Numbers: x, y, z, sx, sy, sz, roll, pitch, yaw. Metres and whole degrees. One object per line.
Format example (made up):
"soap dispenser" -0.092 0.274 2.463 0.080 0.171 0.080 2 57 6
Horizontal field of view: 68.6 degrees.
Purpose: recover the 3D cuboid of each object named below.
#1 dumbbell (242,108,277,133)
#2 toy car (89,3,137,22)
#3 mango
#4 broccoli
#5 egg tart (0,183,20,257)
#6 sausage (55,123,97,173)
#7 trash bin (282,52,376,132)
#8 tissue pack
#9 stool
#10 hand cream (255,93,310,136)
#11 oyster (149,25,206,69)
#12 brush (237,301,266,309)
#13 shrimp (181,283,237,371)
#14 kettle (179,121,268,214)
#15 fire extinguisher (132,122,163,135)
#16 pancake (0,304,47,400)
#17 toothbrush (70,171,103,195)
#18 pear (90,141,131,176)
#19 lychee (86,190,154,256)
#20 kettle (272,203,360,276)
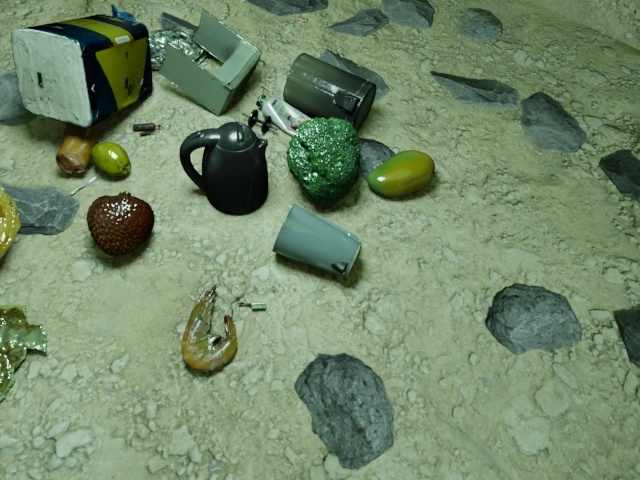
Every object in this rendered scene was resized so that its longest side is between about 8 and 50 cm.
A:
"dumbbell" -0.223 -0.436 1.716 0.147 0.069 0.069 26 58 7
"toy car" -0.833 -0.880 1.883 0.191 0.100 0.097 -23 61 -25
"mango" 0.285 -0.233 1.639 0.250 0.114 0.157 -23 72 -22
"broccoli" 0.008 -0.271 1.553 0.307 0.308 0.275 -32 30 -24
"egg tart" -1.016 -0.026 1.302 0.351 0.150 0.352 5 62 -10
"sausage" -0.796 -0.339 1.548 0.108 0.109 0.271 -3 56 -10
"trash bin" 0.030 -0.545 1.739 0.301 0.203 0.252 29 19 11
"tissue pack" -0.750 -0.570 1.535 0.253 0.264 0.417 13 32 2
"stool" -0.398 -0.649 1.716 0.269 0.170 0.244 34 57 -13
"hand cream" -0.090 -0.437 1.748 0.335 0.076 0.121 34 61 5
"oyster" -0.598 -0.747 1.817 0.350 0.158 0.162 -16 36 -36
"brush" -0.200 0.190 1.362 0.083 0.019 0.021 5 67 -7
"shrimp" -0.304 0.238 1.296 0.150 0.068 0.249 7 62 -19
"kettle" -0.295 -0.239 1.456 0.268 0.290 0.208 -4 60 -9
"fire extinguisher" -0.610 -0.393 1.655 0.100 0.032 0.046 -5 48 -4
"pancake" -0.897 0.334 1.159 0.304 0.067 0.427 25 57 -1
"toothbrush" -0.754 -0.187 1.518 0.011 0.013 0.131 39 60 4
"pear" -0.676 -0.263 1.520 0.131 0.107 0.107 23 58 3
"lychee" -0.579 -0.054 1.365 0.194 0.194 0.195 4 58 -6
"kettle" 0.000 0.000 1.454 0.243 0.160 0.211 25 30 -1
